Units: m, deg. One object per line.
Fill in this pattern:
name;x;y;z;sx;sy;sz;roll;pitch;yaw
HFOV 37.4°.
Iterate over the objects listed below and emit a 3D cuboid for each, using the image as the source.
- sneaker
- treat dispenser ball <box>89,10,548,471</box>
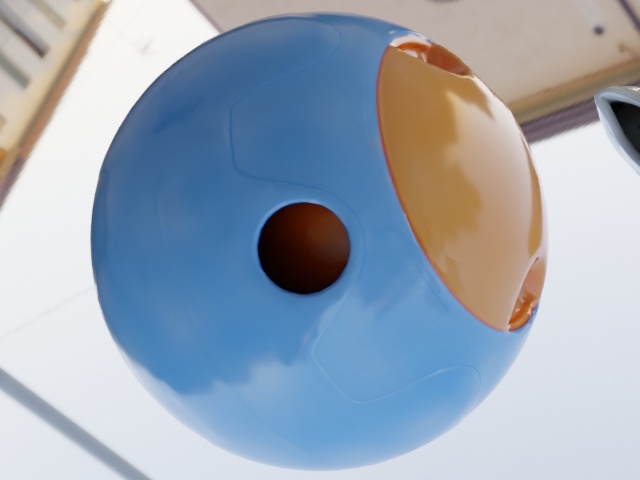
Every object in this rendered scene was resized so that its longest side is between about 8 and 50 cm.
sneaker;0.282;-0.043;0.695;0.212;0.094;0.080;45;-70;30
treat dispenser ball;0.000;0.000;0.606;0.288;0.288;0.288;-35;-153;21
